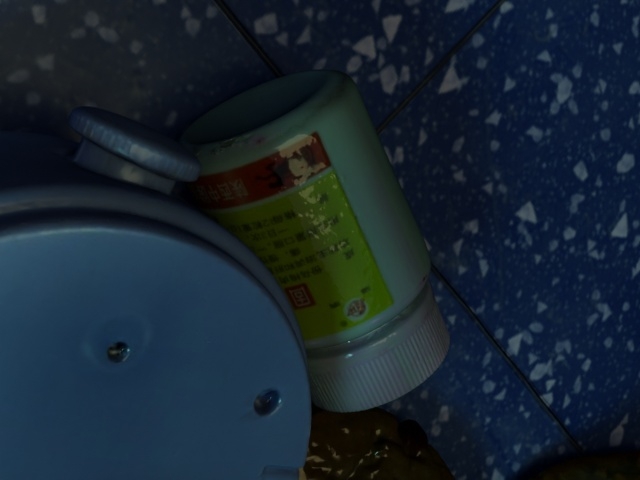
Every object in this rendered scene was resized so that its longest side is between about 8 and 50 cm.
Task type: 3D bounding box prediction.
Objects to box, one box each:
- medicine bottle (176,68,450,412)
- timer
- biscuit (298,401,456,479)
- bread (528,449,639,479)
[{"bbox_3d":[0.000,0.000,0.741,0.139,0.139,0.225,-33,114,-18],"label":"medicine bottle"},{"bbox_3d":[-0.185,0.099,0.624,0.395,0.173,0.395,-15,119,-29],"label":"timer"},{"bbox_3d":[0.001,0.277,0.838,0.296,0.075,0.296,-6,103,-27],"label":"biscuit"},{"bbox_3d":[0.301,0.368,0.926,0.358,0.204,0.336,-6,88,-23],"label":"bread"}]
